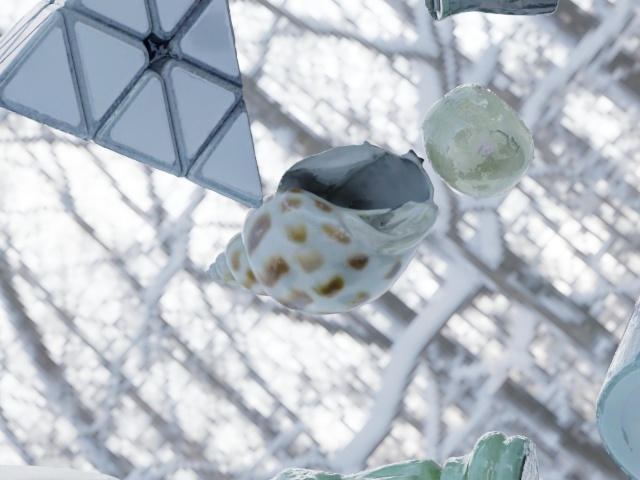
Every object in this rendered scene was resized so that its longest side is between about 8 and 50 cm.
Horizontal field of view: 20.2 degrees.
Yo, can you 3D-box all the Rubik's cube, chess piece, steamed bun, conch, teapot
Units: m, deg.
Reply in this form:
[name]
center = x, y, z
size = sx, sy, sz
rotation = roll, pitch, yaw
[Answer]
[Rubik's cube]
center = -0.184, -0.158, 1.541
size = 0.228, 0.233, 0.229
rotation = -12, -33, -11
[chess piece]
center = 0.072, 0.276, 1.862
size = 0.176, 0.298, 0.176
rotation = 1, -90, -72
[steamed bun]
center = 0.177, -0.106, 2.018
size = 0.112, 0.130, 0.091
rotation = -40, 15, 4
[conch]
center = 0.000, 0.000, 2.055
size = 0.149, 0.274, 0.183
rotation = 84, -175, -47
[teapot]
center = 0.147, -0.209, 1.553
size = 0.110, 0.043, 0.043
rotation = -9, -30, -12

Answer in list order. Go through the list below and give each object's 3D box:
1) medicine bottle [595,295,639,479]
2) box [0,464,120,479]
[medicine bottle]
center = 0.451, 0.118, 1.932
size = 0.290, 0.245, 0.245
rotation = -58, -8, -42
[box]
center = -0.374, 0.283, 1.783
size = 0.404, 0.263, 0.108
rotation = 7, -95, -51
